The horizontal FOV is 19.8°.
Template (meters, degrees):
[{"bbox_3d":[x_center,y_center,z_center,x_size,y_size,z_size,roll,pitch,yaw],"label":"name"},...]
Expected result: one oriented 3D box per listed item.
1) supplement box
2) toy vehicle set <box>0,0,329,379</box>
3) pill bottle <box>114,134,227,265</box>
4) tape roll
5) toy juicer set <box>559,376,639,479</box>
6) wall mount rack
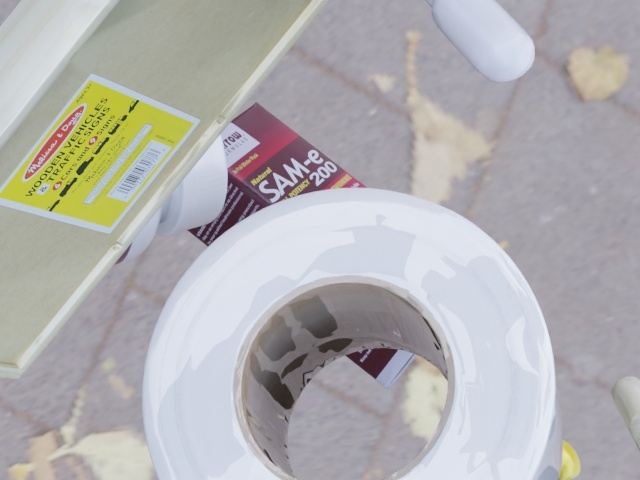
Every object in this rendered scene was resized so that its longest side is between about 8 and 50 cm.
[{"bbox_3d":[0.000,0.000,1.501,0.239,0.073,0.130,37,30,5],"label":"supplement box"},{"bbox_3d":[-0.116,-0.048,0.869,0.035,0.166,0.267,43,98,22],"label":"toy vehicle set"},{"bbox_3d":[-0.178,-0.033,1.165,0.221,0.121,0.121,-15,85,-30],"label":"pill bottle"},{"bbox_3d":[0.026,0.107,1.135,0.246,0.169,0.246,-3,72,9],"label":"tape roll"},{"bbox_3d":[0.226,0.237,1.555,0.089,0.329,0.209,32,35,-14],"label":"toy juicer set"},{"bbox_3d":[0.082,-0.201,0.631,0.130,0.304,0.350,39,104,-8],"label":"wall mount rack"}]
